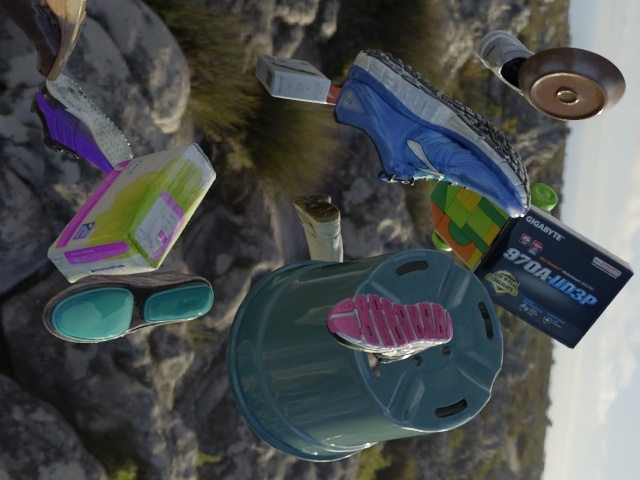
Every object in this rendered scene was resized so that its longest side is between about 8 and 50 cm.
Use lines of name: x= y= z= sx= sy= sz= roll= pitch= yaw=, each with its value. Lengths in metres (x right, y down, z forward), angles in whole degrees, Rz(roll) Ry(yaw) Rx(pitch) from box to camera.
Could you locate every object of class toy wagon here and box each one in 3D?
toy wagon: x=0.309 y=-0.068 z=1.651 sx=0.068 sy=0.344 sz=0.267 roll=-21 pitch=150 yaw=-39

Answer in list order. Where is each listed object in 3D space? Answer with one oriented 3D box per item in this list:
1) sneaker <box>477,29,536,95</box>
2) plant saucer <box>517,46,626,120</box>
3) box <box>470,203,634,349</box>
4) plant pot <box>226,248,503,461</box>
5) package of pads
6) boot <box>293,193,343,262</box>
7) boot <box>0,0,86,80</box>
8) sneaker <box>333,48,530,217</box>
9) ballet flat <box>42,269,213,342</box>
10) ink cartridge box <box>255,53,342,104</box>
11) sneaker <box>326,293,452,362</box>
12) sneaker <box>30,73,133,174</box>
sneaker: x=0.440 y=-0.313 z=1.665 sx=0.105 sy=0.281 sz=0.115 roll=-57 pitch=-160 yaw=33
plant saucer: x=0.466 y=-0.281 z=1.549 sx=0.198 sy=0.199 sz=0.036 roll=67 pitch=39 yaw=-57
box: x=0.390 y=0.059 z=1.418 sx=0.175 sy=0.220 sz=0.051 roll=-58 pitch=-179 yaw=21
plant pot: x=0.077 y=0.165 z=1.264 sx=0.334 sy=0.341 sz=0.341 roll=-25 pitch=-133 yaw=59
package of pads: x=-0.354 y=-0.058 z=1.594 sx=0.101 sy=0.229 sz=0.296 roll=58 pitch=38 yaw=-32
boot: x=0.000 y=0.000 z=1.631 sx=0.213 sy=0.077 sz=0.165 roll=-127 pitch=-152 yaw=-70
boot: x=-0.474 y=-0.376 z=1.284 sx=0.248 sy=0.207 sz=0.090 roll=125 pitch=-21 yaw=-46
sneaker: x=0.162 y=-0.133 z=1.206 sx=0.147 sy=0.330 sz=0.130 roll=-54 pitch=180 yaw=24
ballet flat: x=-0.324 y=0.099 z=1.349 sx=0.316 sy=0.106 sz=0.107 roll=1 pitch=110 yaw=-47
ink cartridge box: x=-0.014 y=-0.366 z=1.901 sx=0.275 sy=0.239 sz=0.060 roll=-120 pitch=-142 yaw=-67
sneaker: x=0.066 y=0.102 z=0.903 sx=0.170 sy=0.075 sz=0.063 roll=5 pitch=59 yaw=-40
sneaker: x=-0.571 y=-0.242 z=1.953 sx=0.293 sy=0.146 sz=0.102 roll=52 pitch=25 yaw=-4
